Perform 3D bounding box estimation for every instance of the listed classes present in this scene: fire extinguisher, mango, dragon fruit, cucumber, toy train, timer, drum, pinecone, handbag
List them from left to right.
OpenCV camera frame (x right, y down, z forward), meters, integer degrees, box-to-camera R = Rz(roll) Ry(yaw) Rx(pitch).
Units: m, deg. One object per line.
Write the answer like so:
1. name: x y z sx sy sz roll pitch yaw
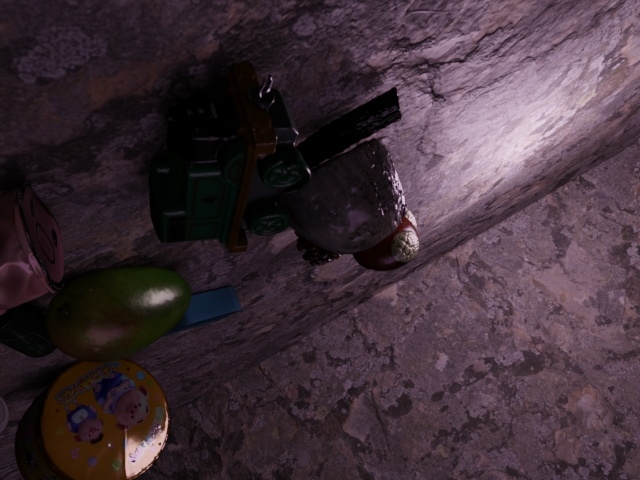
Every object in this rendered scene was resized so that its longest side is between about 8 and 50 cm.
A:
1. handbag: -0.486 0.015 0.722 0.116 0.179 0.205 -15 156 -15
2. fire extinguisher: -0.674 0.201 1.046 0.114 0.095 0.311 18 153 3
3. drum: -0.727 0.607 1.487 0.214 0.431 0.431 -39 158 30
4. mango: -0.457 0.165 1.093 0.225 0.201 0.382 -60 161 15
5. timer: -0.410 0.261 1.543 0.232 0.091 0.250 -12 158 -39
6. toy train: -0.176 -0.123 0.816 0.249 0.178 0.429 -7 153 -22
7. pinecone: 0.000 0.000 1.333 0.174 0.173 0.173 -25 160 -10
8. dragon fruit: 0.036 -0.067 1.027 0.204 0.221 0.283 -38 -168 -36
9. cucumber: 0.040 -0.225 0.980 0.300 0.072 0.072 -28 160 5

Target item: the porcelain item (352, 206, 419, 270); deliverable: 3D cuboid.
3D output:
1. porcelain item: 0.213 -0.022 1.556 0.253 0.253 0.253 -25 160 -10

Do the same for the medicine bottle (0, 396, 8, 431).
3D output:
1. medicine bottle: -1.055 0.578 1.265 0.395 0.242 0.242 -42 159 2
